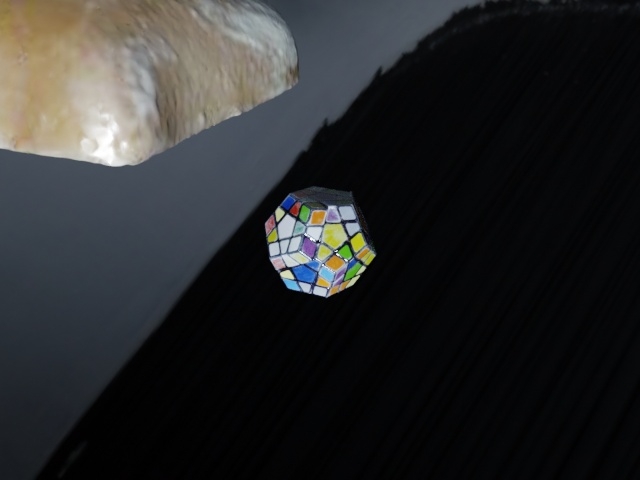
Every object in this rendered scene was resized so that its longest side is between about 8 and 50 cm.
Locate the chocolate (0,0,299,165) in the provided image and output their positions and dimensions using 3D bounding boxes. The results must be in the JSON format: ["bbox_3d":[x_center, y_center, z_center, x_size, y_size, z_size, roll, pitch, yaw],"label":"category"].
[{"bbox_3d":[-0.110,-0.118,0.464,0.157,0.254,0.080,9,113,17],"label":"chocolate"}]

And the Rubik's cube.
[{"bbox_3d":[0.000,0.000,0.815,0.093,0.111,0.111,22,176,-38],"label":"Rubik's cube"}]
